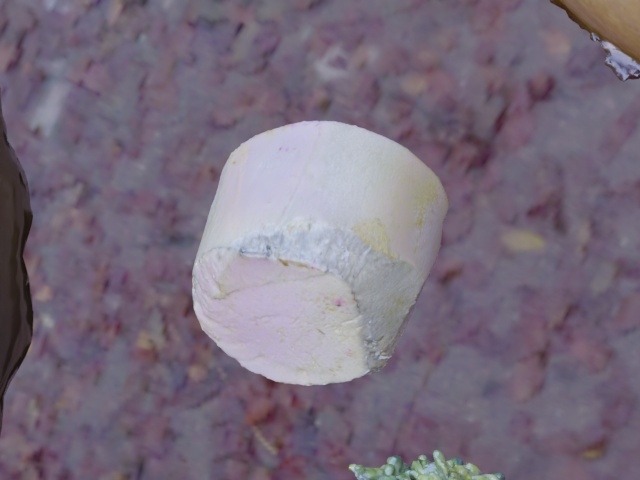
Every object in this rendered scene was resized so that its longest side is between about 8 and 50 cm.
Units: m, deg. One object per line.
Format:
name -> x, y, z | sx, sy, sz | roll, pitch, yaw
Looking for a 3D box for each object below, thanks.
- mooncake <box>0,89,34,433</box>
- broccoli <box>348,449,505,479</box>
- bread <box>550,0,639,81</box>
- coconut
mooncake -> -0.280, 0.017, 0.625 | 0.187, 0.324, 0.324 | 19, 87, 40
broccoli -> 0.056, 0.290, 1.402 | 0.247, 0.243, 0.263 | -54, 31, 11
bread -> 0.216, -0.152, 0.735 | 0.262, 0.162, 0.204 | 27, 98, 7
coconut -> 0.000, 0.000, 0.986 | 0.147, 0.147, 0.153 | -20, 33, 31
